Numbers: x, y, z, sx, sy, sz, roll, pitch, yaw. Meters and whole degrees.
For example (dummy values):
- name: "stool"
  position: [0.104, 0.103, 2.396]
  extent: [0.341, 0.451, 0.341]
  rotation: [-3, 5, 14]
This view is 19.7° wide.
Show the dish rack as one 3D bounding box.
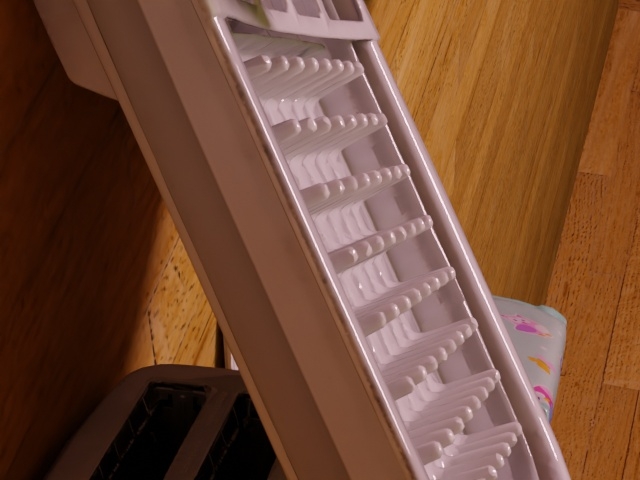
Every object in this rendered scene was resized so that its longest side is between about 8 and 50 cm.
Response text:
- name: "dish rack"
  position: [0.000, 0.000, 0.712]
  extent: [0.332, 0.072, 0.285]
  rotation: [65, 12, 1]

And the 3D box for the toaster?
- name: "toaster"
  position: [-0.051, 0.149, 0.761]
  extent: [0.227, 0.129, 0.146]
  rotation: [-60, 155, -63]

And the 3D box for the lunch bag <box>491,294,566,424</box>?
- name: "lunch bag"
  position: [0.074, 0.177, 1.334]
  extent: [0.223, 0.160, 0.262]
  rotation: [-52, 161, -73]

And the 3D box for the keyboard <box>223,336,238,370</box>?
- name: "keyboard"
  position: [-0.017, 0.012, 1.094]
  extent: [0.256, 0.014, 0.072]
  rotation: [-61, 158, -59]
